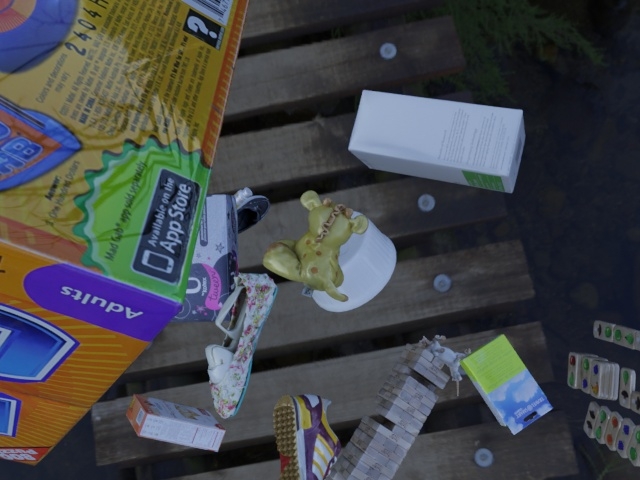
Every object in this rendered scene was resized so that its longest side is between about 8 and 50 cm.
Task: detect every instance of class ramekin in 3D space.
[{"bbox_3d":[0.059,0.048,1.630,0.277,0.135,0.277,-23,40,21],"label":"ramekin"}]

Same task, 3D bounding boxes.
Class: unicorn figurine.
[{"bbox_3d":[0.300,0.276,1.371,0.162,0.111,0.060,42,62,8],"label":"unicorn figurine"}]

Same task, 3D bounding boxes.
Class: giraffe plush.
[{"bbox_3d":[0.000,0.000,1.113,0.181,0.210,0.170,19,100,-16],"label":"giraffe plush"}]

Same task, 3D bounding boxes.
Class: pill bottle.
[{"bbox_3d":[-0.245,-0.124,1.768,0.083,0.043,0.043,-36,75,24],"label":"pill bottle"}]

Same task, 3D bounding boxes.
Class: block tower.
[{"bbox_3d":[0.156,0.395,1.272,0.091,0.097,0.335,36,78,-13],"label":"block tower"}]

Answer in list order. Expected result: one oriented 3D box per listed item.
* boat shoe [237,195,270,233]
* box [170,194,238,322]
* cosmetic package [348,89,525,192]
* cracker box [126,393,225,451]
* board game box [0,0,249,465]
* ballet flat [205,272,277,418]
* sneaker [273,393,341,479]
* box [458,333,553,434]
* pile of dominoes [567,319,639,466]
[{"bbox_3d":[-0.205,-0.070,1.649,0.076,0.228,0.080,2,110,36],"label":"boat shoe"},{"bbox_3d":[-0.250,0.032,1.165,0.163,0.142,0.247,-1,94,0],"label":"box"},{"bbox_3d":[0.274,-0.231,1.364,0.366,0.197,0.155,12,88,23],"label":"cosmetic package"},{"bbox_3d":[-0.393,0.495,1.590,0.232,0.156,0.067,25,83,-30],"label":"cracker box"},{"bbox_3d":[-0.306,-0.080,0.458,0.356,0.356,0.356,24,48,-24],"label":"board game box"},{"bbox_3d":[-0.143,0.161,0.950,0.077,0.091,0.241,27,69,-29],"label":"ballet flat"},{"bbox_3d":[-0.008,0.291,0.747,0.084,0.069,0.185,9,67,-32],"label":"sneaker"},{"bbox_3d":[0.388,0.301,1.229,0.109,0.042,0.178,-30,77,-10],"label":"box"},{"bbox_3d":[0.445,0.228,0.868,0.040,0.251,0.196,4,90,-3],"label":"pile of dominoes"}]
